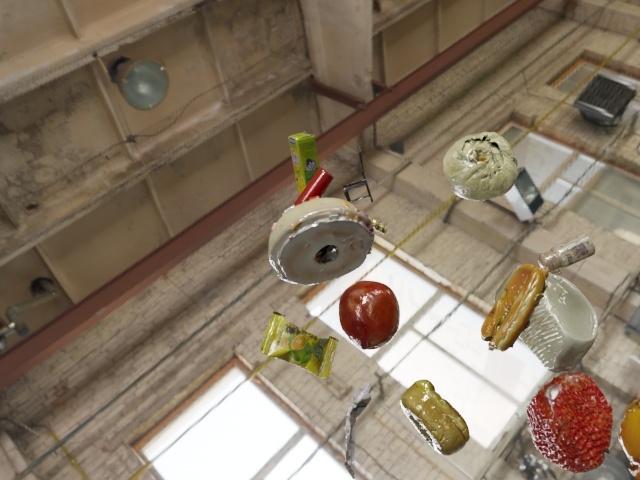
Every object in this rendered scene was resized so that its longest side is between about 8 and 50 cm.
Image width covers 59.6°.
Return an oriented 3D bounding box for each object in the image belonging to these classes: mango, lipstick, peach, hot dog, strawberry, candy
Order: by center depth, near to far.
[{"bbox_3d":[0.830,0.400,1.282,0.201,0.199,0.350,-48,-21,-61],"label":"mango"},{"bbox_3d":[0.511,0.175,1.458,0.072,0.109,0.269,28,-82,-25],"label":"hot dog"},{"bbox_3d":[0.820,0.584,1.870,0.351,0.267,0.312,46,-120,-32],"label":"strawberry"},{"bbox_3d":[-0.055,-0.124,1.956,0.280,0.073,0.073,-54,-30,8],"label":"lipstick"},{"bbox_3d":[-0.079,0.408,2.168,0.081,0.297,0.187,-49,19,54],"label":"candy"},{"bbox_3d":[0.229,0.356,2.623,0.308,0.308,0.332,63,-152,-56],"label":"peach"}]

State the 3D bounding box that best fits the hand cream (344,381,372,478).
[{"bbox_3d":[0.091,0.475,1.440,0.257,0.050,0.084,-70,-27,-43],"label":"hand cream"}]

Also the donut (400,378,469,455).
[{"bbox_3d":[0.389,0.608,1.912,0.128,0.261,0.208,-35,-28,-14],"label":"donut"}]

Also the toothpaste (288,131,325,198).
[{"bbox_3d":[-0.049,-0.258,2.205,0.077,0.110,0.327,-16,-69,-15],"label":"toothpaste"}]

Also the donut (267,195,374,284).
[{"bbox_3d":[0.000,0.000,1.882,0.382,0.142,0.382,-13,-37,-10],"label":"donut"}]

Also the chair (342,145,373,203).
[{"bbox_3d":[0.135,-0.246,2.212,0.113,0.229,0.106,-17,3,6],"label":"chair"}]

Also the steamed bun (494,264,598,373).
[{"bbox_3d":[0.842,0.270,2.041,0.236,0.383,0.247,-9,-42,-27],"label":"steamed bun"}]

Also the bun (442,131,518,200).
[{"bbox_3d":[0.547,-0.269,1.918,0.259,0.259,0.152,-51,-26,-9],"label":"bun"}]

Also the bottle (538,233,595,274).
[{"bbox_3d":[0.985,0.063,2.242,0.209,0.110,0.097,-26,-13,2],"label":"bottle"}]

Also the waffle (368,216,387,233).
[{"bbox_3d":[0.229,-0.098,2.736,0.160,0.192,0.046,28,-88,-31],"label":"waffle"}]
